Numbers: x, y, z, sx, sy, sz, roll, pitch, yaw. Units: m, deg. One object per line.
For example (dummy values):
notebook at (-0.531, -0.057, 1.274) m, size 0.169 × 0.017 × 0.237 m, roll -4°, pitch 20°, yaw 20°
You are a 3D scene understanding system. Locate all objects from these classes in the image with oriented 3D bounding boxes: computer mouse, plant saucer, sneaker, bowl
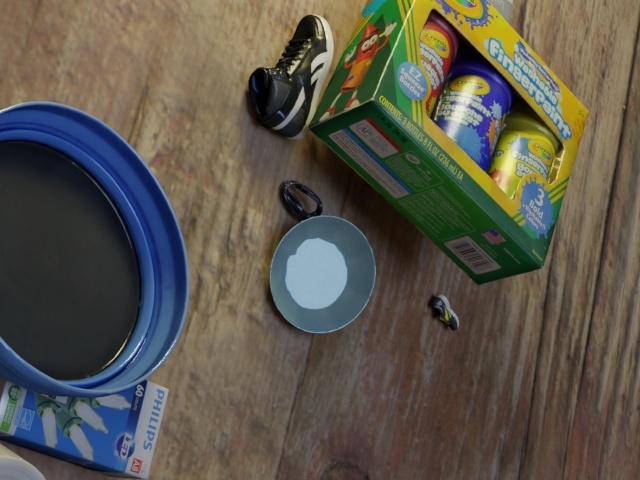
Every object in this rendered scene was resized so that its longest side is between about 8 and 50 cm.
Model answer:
computer mouse at (0.000, 0.000, 2.002) m, size 0.071 × 0.041 × 0.242 m, roll -37°, pitch 110°, yaw -19°
plant saucer at (-0.002, 0.054, 1.962) m, size 0.195 × 0.037 × 0.194 m, roll -2°, pitch 95°, yaw -26°
sneaker at (0.230, 0.140, 2.248) m, size 0.035 × 0.031 × 0.083 m, roll -42°, pitch 114°, yaw -26°
sneaker at (-0.052, -0.281, 1.928) m, size 0.121 × 0.079 × 0.216 m, roll 22°, pitch 72°, yaw -46°
bowl at (-0.333, 0.015, 1.536) m, size 0.391 × 0.077 × 0.391 m, roll 30°, pitch 49°, yaw -43°

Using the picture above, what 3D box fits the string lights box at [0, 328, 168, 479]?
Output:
string lights box at (-0.333, 0.221, 1.586) m, size 0.260 × 0.077 × 0.133 m, roll 30°, pitch 63°, yaw -42°

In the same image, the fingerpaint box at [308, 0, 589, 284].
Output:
fingerpaint box at (0.238, -0.207, 2.042) m, size 0.445 × 0.163 × 0.371 m, roll 42°, pitch 53°, yaw -25°

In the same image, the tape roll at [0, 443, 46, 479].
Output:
tape roll at (-0.445, 0.317, 1.330) m, size 0.246 × 0.169 × 0.246 m, roll -32°, pitch 134°, yaw -41°

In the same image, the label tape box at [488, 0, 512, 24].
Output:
label tape box at (0.255, -0.483, 2.255) m, size 0.249 × 0.115 × 0.347 m, roll 26°, pitch 67°, yaw -43°
